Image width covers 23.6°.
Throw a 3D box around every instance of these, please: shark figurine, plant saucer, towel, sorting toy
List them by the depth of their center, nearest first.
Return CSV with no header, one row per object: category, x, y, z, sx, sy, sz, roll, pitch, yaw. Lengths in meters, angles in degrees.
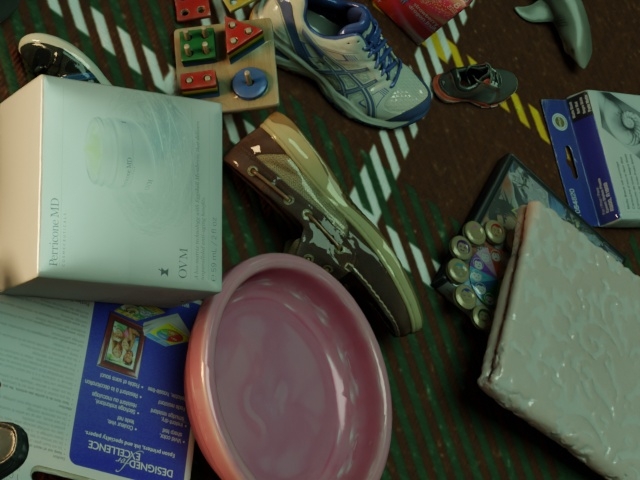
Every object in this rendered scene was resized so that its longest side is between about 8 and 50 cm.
plant saucer,-0.047,0.182,1.837,0.332,0.084,0.332,22,60,-44
sorting toy,-0.126,-0.242,2.006,0.132,0.046,0.274,-7,66,2
towel,0.366,0.150,2.144,0.332,0.053,0.317,35,54,-27
shark figurine,0.355,-0.421,2.423,0.278,0.116,0.166,37,51,-16

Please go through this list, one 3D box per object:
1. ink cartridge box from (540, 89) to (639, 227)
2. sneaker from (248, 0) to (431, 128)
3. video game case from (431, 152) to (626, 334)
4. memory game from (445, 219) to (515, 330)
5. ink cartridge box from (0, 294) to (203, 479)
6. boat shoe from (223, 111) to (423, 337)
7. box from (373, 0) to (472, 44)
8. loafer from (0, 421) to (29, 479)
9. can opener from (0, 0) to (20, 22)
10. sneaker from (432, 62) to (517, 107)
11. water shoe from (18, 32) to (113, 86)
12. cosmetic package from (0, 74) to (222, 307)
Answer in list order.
ink cartridge box,0.466,-0.127,2.398,0.224,0.045,0.223,-1,69,-34
sneaker,0.048,-0.257,2.123,0.296,0.131,0.112,26,54,-23
video game case,0.308,0.044,2.217,0.248,0.035,0.275,41,52,-11
memory game,0.252,0.055,2.141,0.186,0.012,0.186,15,60,-28
ink cartridge box,-0.284,0.174,1.736,0.303,0.072,0.307,20,61,-26
boat shoe,0.000,0.000,1.994,0.123,0.123,0.342,-36,93,-9
box,0.116,-0.434,2.255,0.257,0.128,0.122,44,51,-10
loafer,-0.409,0.220,1.550,0.223,0.078,0.076,-9,61,3
can opener,-0.362,-0.346,1.935,0.280,0.074,0.093,-30,131,-40
sneaker,0.244,-0.237,2.287,0.158,0.065,0.061,-10,74,-37
water shoe,-0.299,-0.171,1.884,0.203,0.073,0.080,42,54,-10
cosmetic package,-0.237,-0.049,1.719,0.224,0.138,0.224,6,77,-30
